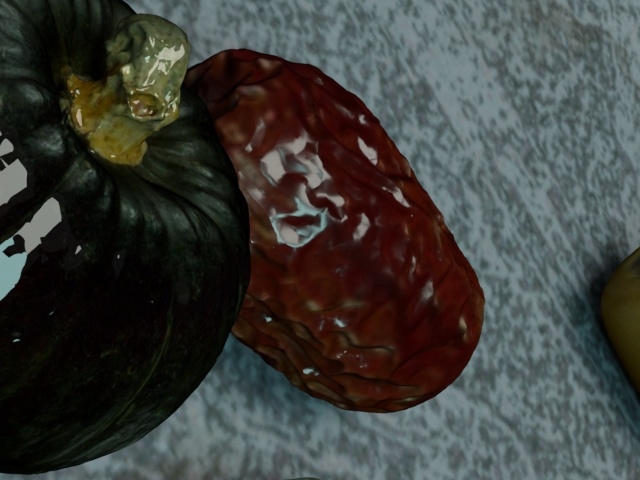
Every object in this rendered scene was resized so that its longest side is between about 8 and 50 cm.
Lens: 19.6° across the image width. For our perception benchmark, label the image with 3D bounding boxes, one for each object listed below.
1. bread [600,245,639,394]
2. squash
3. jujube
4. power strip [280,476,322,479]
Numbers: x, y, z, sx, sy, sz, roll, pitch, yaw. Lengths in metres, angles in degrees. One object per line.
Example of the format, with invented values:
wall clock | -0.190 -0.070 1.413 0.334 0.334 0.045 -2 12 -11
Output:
bread | 0.228 0.105 0.994 0.239 0.074 0.092 58 27 -16
squash | -0.110 -0.014 0.616 0.193 0.156 0.193 -5 90 -70
jujube | 0.000 0.000 0.761 0.176 0.109 0.112 45 51 -31
power strip | -0.051 0.140 0.654 0.270 0.118 0.046 0 120 -47
